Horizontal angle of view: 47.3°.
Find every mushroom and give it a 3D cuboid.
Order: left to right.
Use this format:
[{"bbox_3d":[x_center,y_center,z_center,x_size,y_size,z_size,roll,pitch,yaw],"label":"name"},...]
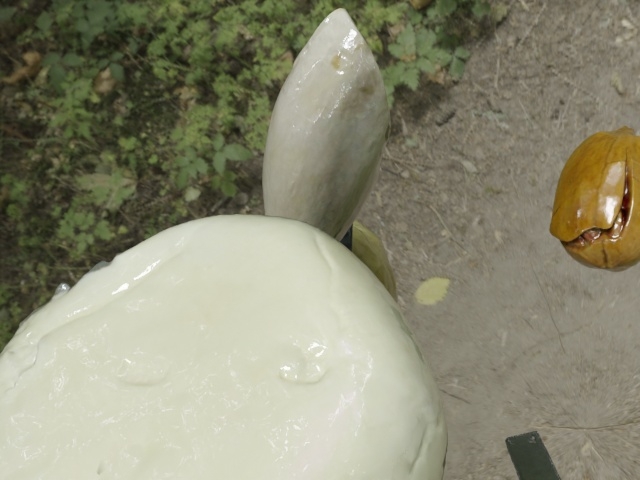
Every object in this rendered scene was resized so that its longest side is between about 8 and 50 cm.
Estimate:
[{"bbox_3d":[-0.004,-0.065,0.763,0.128,0.128,0.350,29,120,24],"label":"mushroom"}]

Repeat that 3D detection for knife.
[{"bbox_3d":[0.369,0.417,1.160,0.072,0.019,0.245,-28,87,39],"label":"knife"}]

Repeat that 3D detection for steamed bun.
[{"bbox_3d":[-0.070,0.164,0.545,0.334,0.233,0.312,-26,48,-2],"label":"steamed bun"}]

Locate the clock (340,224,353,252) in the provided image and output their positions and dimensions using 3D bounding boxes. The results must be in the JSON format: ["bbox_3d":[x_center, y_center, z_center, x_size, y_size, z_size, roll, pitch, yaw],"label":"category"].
[{"bbox_3d":[0.000,0.000,1.061,0.067,0.325,0.325,3,76,-5],"label":"clock"}]

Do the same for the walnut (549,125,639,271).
[{"bbox_3d":[0.562,-0.093,1.419,0.209,0.209,0.336,13,61,22],"label":"walnut"}]

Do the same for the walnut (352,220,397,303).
[{"bbox_3d":[0.001,0.094,1.425,0.282,0.253,0.276,-14,93,-4],"label":"walnut"}]
